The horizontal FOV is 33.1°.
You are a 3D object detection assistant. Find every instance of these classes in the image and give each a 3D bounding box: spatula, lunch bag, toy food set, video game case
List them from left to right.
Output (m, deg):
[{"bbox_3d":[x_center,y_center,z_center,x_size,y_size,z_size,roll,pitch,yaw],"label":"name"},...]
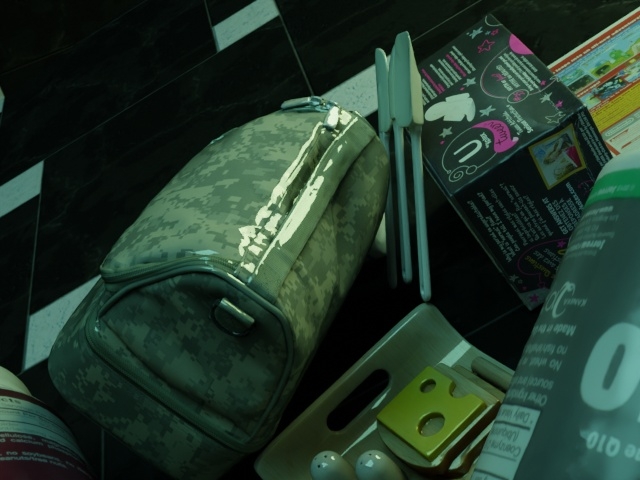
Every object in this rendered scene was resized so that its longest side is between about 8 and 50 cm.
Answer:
[{"bbox_3d":[-0.069,0.028,0.984,0.256,0.212,0.305,-43,11,40],"label":"lunch bag"},{"bbox_3d":[0.073,-0.067,1.015,0.019,0.242,0.168,-4,5,-11],"label":"spatula"},{"bbox_3d":[0.097,0.172,0.837,0.219,0.092,0.306,-42,33,-12],"label":"toy food set"},{"bbox_3d":[0.353,-0.160,1.112,0.204,0.025,0.285,-33,32,3],"label":"video game case"}]

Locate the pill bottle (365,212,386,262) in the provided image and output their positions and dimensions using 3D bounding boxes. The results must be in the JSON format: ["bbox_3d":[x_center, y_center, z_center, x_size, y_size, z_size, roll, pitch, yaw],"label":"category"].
[{"bbox_3d":[0.000,0.000,1.172,0.137,0.078,0.078,-18,35,24],"label":"pill bottle"}]

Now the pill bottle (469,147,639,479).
[{"bbox_3d":[0.191,0.146,0.608,0.204,0.204,0.361,12,74,50],"label":"pill bottle"}]

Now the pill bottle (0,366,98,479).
[{"bbox_3d":[-0.300,0.265,0.955,0.224,0.224,0.392,-40,32,-9],"label":"pill bottle"}]

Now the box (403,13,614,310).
[{"bbox_3d":[0.179,-0.079,1.032,0.142,0.163,0.247,-34,31,8],"label":"box"}]
